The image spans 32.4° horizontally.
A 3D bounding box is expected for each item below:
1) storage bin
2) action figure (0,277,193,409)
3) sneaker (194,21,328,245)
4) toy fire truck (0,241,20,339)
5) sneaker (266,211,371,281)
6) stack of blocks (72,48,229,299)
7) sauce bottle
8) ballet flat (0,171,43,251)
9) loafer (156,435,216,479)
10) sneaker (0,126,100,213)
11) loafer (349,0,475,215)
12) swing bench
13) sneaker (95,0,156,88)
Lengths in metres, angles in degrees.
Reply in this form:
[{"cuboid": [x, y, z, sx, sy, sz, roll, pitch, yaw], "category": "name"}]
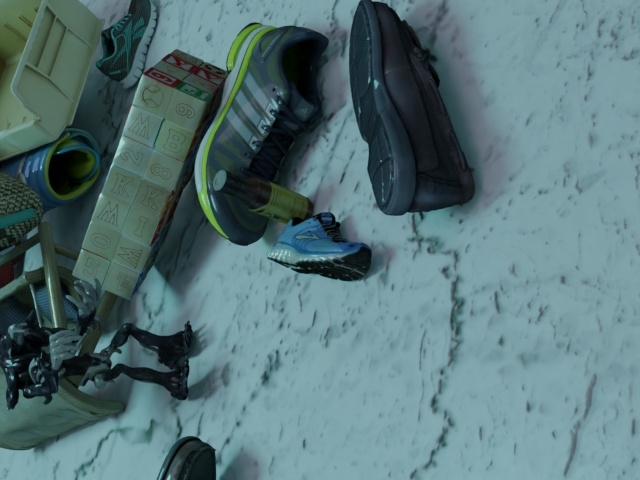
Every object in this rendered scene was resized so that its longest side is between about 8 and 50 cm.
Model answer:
[{"cuboid": [-0.506, -0.261, 1.771, 0.262, 0.123, 0.260, -14, 52, 34], "category": "storage bin"}, {"cuboid": [-0.300, 0.129, 1.373, 0.164, 0.276, 0.140, -93, 9, -50], "category": "action figure"}, {"cuboid": [-0.068, -0.139, 1.358, 0.121, 0.111, 0.299, -4, 71, 46], "category": "sneaker"}, {"cuboid": [-0.656, 0.077, 1.832, 0.169, 0.302, 0.253, 123, 144, -51], "category": "toy fire truck"}, {"cuboid": [0.000, 0.000, 1.237, 0.162, 0.063, 0.073, 9, 76, 52], "category": "sneaker"}, {"cuboid": [-0.223, -0.091, 1.472, 0.171, 0.087, 0.297, -71, 5, -69], "category": "stack of blocks"}, {"cuboid": [-0.068, -0.051, 1.291, 0.042, 0.128, 0.042, -29, 51, 43], "category": "sauce bottle"}, {"cuboid": [-0.549, -0.067, 1.647, 0.483, 0.182, 0.164, 17, 119, 50], "category": "ballet flat"}, {"cuboid": [-0.146, 0.358, 1.234, 0.084, 0.096, 0.267, 11, 88, 33], "category": "loafer"}, {"cuboid": [-0.432, -0.168, 1.824, 0.208, 0.127, 0.319, -17, 52, 32], "category": "sneaker"}, {"cuboid": [0.093, -0.145, 1.192, 0.109, 0.095, 0.302, 106, 162, -48], "category": "loafer"}, {"cuboid": [-0.412, 0.149, 1.589, 0.253, 0.165, 0.254, -27, 52, 40], "category": "swing bench"}, {"cuboid": [-0.318, -0.334, 1.786, 0.065, 0.076, 0.166, -10, 65, 48], "category": "sneaker"}]
